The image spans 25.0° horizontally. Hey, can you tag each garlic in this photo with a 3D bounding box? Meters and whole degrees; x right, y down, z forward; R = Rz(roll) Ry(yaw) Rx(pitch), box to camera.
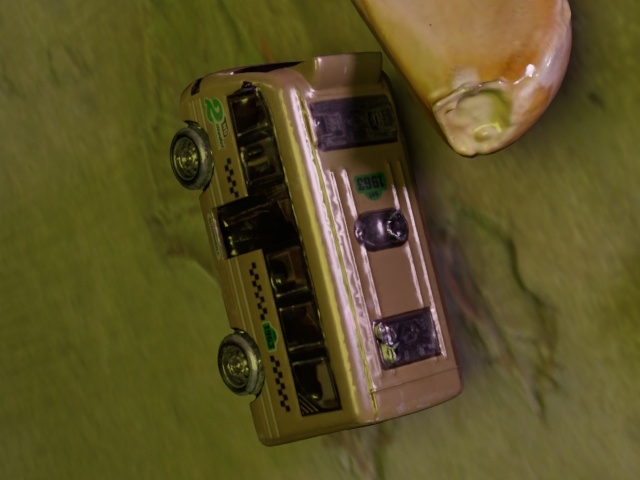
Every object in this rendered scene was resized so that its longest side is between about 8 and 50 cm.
[{"bbox_3d":[0.085,-0.172,1.051,0.145,0.164,0.245,-46,68,32],"label":"garlic"}]

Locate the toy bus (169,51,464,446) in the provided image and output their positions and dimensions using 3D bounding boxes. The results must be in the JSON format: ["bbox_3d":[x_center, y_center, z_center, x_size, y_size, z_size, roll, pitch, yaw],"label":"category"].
[{"bbox_3d":[0.000,0.000,1.090,0.157,0.139,0.290,-17,84,48],"label":"toy bus"}]
